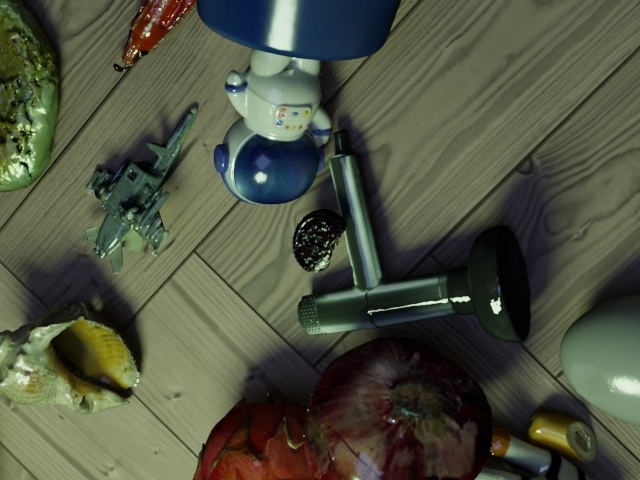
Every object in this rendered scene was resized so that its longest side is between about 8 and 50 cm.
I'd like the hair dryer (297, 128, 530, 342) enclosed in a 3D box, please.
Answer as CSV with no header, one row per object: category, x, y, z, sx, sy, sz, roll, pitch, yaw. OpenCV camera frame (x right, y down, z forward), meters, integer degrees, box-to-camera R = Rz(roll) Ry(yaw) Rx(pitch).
hair dryer,0.106,0.001,1.186,0.320,0.156,0.284,-2,112,22

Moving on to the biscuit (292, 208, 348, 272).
biscuit,0.000,0.000,1.209,0.089,0.027,0.087,-7,88,35

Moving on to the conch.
conch,-0.380,0.182,1.339,0.245,0.163,0.178,36,128,-27

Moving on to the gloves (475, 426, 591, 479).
gloves,0.268,0.355,1.218,0.218,0.131,0.140,14,128,-11

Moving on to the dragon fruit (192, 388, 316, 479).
dragon fruit,-0.068,0.349,1.255,0.240,0.241,0.252,-9,102,15

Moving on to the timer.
timer,-0.044,-0.218,1.144,0.270,0.270,0.384,16,120,10

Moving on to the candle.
candle,-0.191,-0.346,1.226,0.084,0.059,0.302,46,108,10

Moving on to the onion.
onion,0.100,0.254,1.164,0.252,0.252,0.219,17,145,9

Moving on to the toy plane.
toy plane,-0.260,-0.086,1.284,0.192,0.088,0.262,37,105,32

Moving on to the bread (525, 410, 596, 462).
bread,0.342,0.270,1.231,0.103,0.049,0.062,15,147,9

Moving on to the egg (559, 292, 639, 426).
egg,0.424,0.152,1.123,0.231,0.176,0.176,5,103,14

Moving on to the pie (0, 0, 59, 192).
pie,-0.534,-0.245,1.320,0.296,0.078,0.371,-43,89,16
